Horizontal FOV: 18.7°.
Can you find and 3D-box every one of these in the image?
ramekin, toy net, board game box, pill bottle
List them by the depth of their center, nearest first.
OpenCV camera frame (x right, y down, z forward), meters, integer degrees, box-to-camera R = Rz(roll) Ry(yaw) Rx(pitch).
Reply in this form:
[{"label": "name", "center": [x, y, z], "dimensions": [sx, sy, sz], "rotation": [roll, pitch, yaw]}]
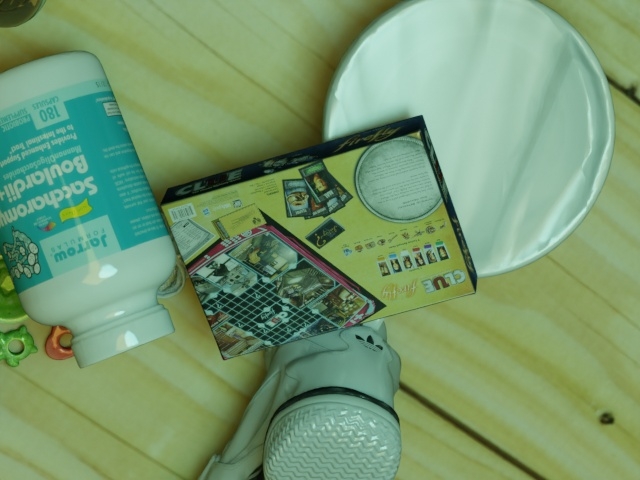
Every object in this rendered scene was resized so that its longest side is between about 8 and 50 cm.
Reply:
[{"label": "pill bottle", "center": [-0.219, -0.024, 1.721], "dimensions": [0.146, 0.146, 0.264], "rotation": [-22, 89, -4]}, {"label": "board game box", "center": [0.000, 0.000, 1.730], "dimensions": [0.243, 0.042, 0.165], "rotation": [-15, 112, 13]}, {"label": "ramekin", "center": [0.127, -0.107, 1.803], "dimensions": [0.273, 0.127, 0.273], "rotation": [-2, 103, -9]}, {"label": "toy net", "center": [-0.206, 0.047, 1.824], "dimensions": [0.232, 0.045, 0.122], "rotation": [-13, 104, -7]}]

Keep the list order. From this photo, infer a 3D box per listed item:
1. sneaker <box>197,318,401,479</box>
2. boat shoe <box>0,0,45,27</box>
[{"label": "sneaker", "center": [-0.032, 0.205, 1.850], "dimensions": [0.137, 0.210, 0.366], "rotation": [28, 131, -14]}, {"label": "boat shoe", "center": [-0.246, -0.338, 1.703], "dimensions": [0.109, 0.098, 0.302], "rotation": [15, 102, 1]}]
